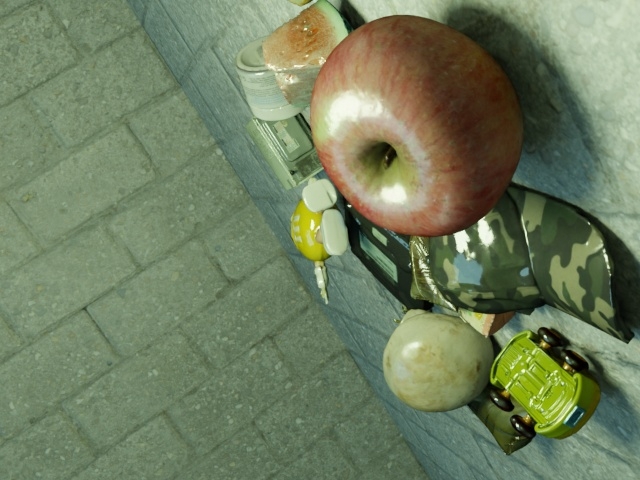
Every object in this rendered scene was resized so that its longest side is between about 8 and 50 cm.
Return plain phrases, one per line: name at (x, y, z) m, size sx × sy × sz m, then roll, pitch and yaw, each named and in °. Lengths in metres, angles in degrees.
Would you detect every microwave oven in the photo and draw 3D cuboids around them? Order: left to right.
microwave oven at (-0.099, -0.294, 2.024) m, size 0.240 × 0.145 × 0.194 m, roll 57°, pitch 164°, yaw -7°

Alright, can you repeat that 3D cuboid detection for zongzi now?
zongzi at (0.274, 0.064, 1.579) m, size 0.184 × 0.084 × 0.187 m, roll -152°, pitch 52°, yaw -69°
zongzi at (0.480, 0.404, 1.764) m, size 0.260 × 0.123 × 0.289 m, roll 50°, pitch 157°, yaw 34°

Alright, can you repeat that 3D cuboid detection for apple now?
apple at (0.153, -0.183, 1.039) m, size 0.344 × 0.269 × 0.345 m, roll 22°, pitch 135°, yaw 24°

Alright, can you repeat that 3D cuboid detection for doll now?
doll at (0.001, -0.027, 1.948) m, size 0.423 × 0.161 × 0.348 m, roll 95°, pitch 168°, yaw -53°

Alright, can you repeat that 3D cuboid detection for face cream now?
face cream at (-0.117, -0.419, 1.696) m, size 0.177 × 0.177 × 0.153 m, roll 44°, pitch 161°, yaw 42°

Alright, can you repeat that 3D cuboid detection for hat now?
hat at (0.353, 0.073, 1.197) m, size 0.366 × 0.257 × 0.382 m, roll 59°, pitch -174°, yaw -26°

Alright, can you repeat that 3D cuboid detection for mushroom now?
mushroom at (0.308, 0.296, 1.779) m, size 0.290 × 0.297 × 0.297 m, roll -93°, pitch -20°, yaw -57°

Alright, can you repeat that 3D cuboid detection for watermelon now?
watermelon at (-0.028, -0.388, 1.403) m, size 0.318 × 0.226 × 0.148 m, roll 162°, pitch 100°, yaw -65°

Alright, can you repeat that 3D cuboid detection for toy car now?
toy car at (0.477, 0.306, 1.383) m, size 0.142 × 0.200 × 0.248 m, roll 28°, pitch -165°, yaw -27°

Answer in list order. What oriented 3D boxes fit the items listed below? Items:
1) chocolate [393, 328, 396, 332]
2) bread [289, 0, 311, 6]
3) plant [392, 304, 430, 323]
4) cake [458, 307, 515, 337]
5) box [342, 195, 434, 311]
chocolate at (0.337, 0.362, 2.242) m, size 0.254 × 0.080 × 0.157 m, roll 147°, pitch 103°, yaw -76°
bread at (-0.064, -0.584, 1.325) m, size 0.236 × 0.070 × 0.236 m, roll 52°, pitch 168°, yaw 15°
plant at (0.285, 0.241, 2.045) m, size 0.116 × 0.122 × 0.104 m, roll 62°, pitch 156°, yaw 1°
cake at (0.387, 0.101, 1.483) m, size 0.109 × 0.090 × 0.225 m, roll 48°, pitch 147°, yaw 40°
box at (0.192, 0.024, 1.886) m, size 0.359 × 0.091 × 0.350 m, roll 46°, pitch 165°, yaw 28°
